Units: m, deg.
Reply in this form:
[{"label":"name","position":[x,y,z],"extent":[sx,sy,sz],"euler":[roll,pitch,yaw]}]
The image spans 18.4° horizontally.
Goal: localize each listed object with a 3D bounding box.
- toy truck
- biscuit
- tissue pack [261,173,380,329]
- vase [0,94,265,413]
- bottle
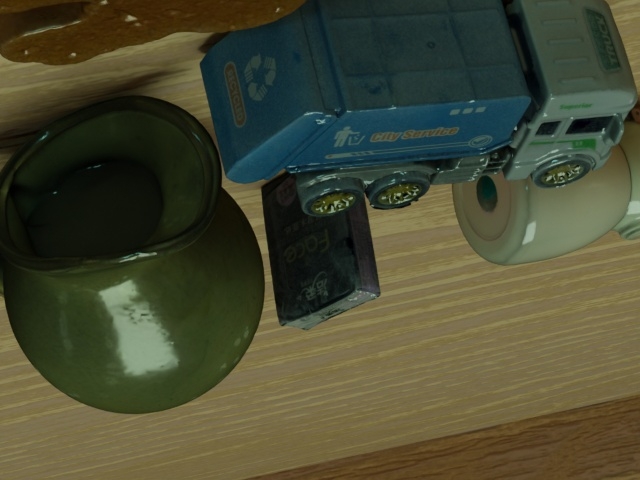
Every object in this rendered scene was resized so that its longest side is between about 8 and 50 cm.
[{"label":"toy truck","position":[0.088,-0.124,1.685],"extent":[0.367,0.146,0.175],"euler":[-7,157,-19]},{"label":"biscuit","position":[-0.091,-0.206,1.462],"extent":[0.334,0.047,0.202],"euler":[-11,163,2]},{"label":"tissue pack","position":[0.000,0.000,1.983],"extent":[0.112,0.156,0.051],"euler":[-27,154,38]},{"label":"vase","position":[-0.224,0.006,1.800],"extent":[0.329,0.241,0.302],"euler":[9,155,16]},{"label":"bottle","position":[0.266,-0.059,2.017],"extent":[0.236,0.147,0.147],"euler":[-7,162,-27]}]
